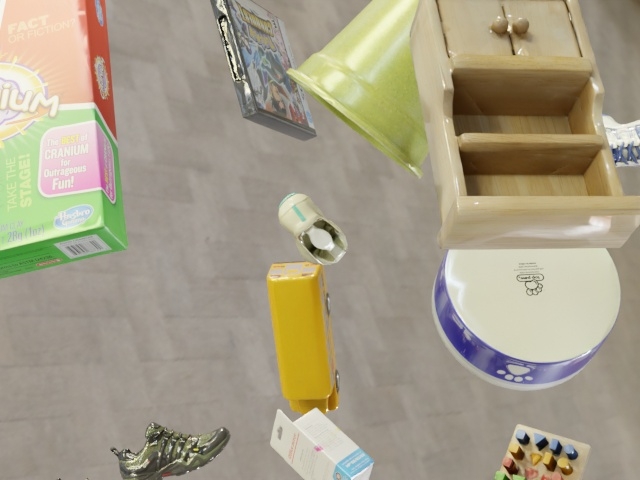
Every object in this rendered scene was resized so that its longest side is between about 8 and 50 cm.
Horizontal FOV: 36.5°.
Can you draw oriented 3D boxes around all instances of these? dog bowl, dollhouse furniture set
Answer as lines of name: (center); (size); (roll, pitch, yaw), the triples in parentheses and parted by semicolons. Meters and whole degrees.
dog bowl: (0.303, 0.081, 1.443); (0.264, 0.104, 0.265); (2, 61, -3)
dollhouse furniture set: (0.199, -0.198, 0.757); (0.362, 0.394, 0.257); (-1, 60, -10)

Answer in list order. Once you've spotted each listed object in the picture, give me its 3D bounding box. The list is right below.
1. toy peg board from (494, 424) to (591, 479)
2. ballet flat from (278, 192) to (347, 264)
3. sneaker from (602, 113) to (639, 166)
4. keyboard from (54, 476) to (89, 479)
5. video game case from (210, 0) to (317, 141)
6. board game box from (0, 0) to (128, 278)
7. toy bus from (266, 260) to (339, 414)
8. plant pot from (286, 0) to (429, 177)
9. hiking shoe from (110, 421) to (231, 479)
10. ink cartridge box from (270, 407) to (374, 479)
toy peg board: (0.439, 0.455, 1.957); (0.161, 0.161, 0.079); (-64, 145, -20)
ballet flat: (0.000, 0.000, 1.663); (0.248, 0.086, 0.086); (42, 31, -61)
sneaker: (0.594, -0.175, 1.926); (0.131, 0.296, 0.112); (-36, 118, -26)
keyboard: (-0.350, 0.508, 1.562); (0.317, 0.033, 0.201); (62, 7, -23)
video game case: (-0.102, -0.321, 1.779); (0.275, 0.035, 0.248); (8, 64, -68)
board game box: (-0.340, -0.117, 1.026); (0.064, 0.242, 0.317); (65, 13, -66)
toy bus: (-0.031, 0.206, 1.968); (0.130, 0.108, 0.333); (-74, 159, -69)
plant pot: (0.129, -0.284, 1.563); (0.276, 0.254, 0.276); (38, 4, -3)
hiking shoe: (-0.288, 0.398, 1.878); (0.114, 0.226, 0.086); (67, -12, 0)
ink cartridge box: (0.000, 0.364, 1.663); (0.061, 0.104, 0.181); (-26, 53, -38)
